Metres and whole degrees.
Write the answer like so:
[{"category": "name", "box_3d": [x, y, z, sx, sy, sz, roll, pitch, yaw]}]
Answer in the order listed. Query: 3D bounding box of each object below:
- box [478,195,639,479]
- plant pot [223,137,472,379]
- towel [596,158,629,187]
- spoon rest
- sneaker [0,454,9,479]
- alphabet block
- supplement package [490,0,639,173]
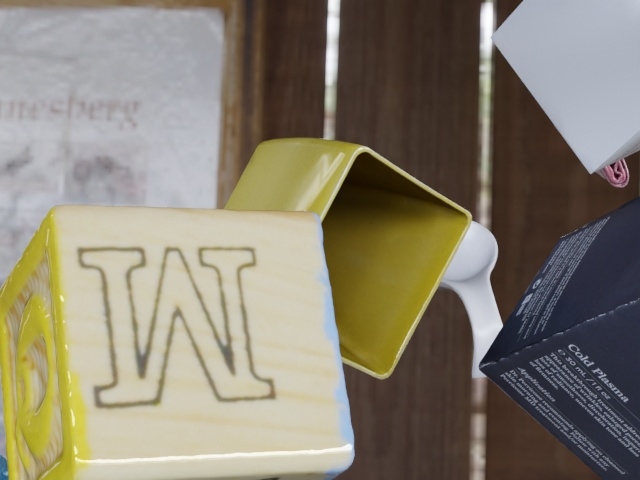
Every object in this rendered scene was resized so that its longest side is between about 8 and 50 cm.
[{"category": "box", "box_3d": [0.371, 0.121, 1.186, 0.343, 0.179, 0.312, 42, -28, -8]}, {"category": "plant pot", "box_3d": [0.000, 0.000, 1.565, 0.187, 0.212, 0.212, 28, -1, 45]}, {"category": "towel", "box_3d": [0.344, -0.200, 1.995, 0.037, 0.237, 0.329, -31, 9, 7]}, {"category": "spoon rest", "box_3d": [0.186, 0.055, 1.841, 0.137, 0.276, 0.084, -12, -48, -8]}, {"category": "sneaker", "box_3d": [-0.360, 0.229, 1.287, 0.092, 0.087, 0.229, -5, -25, 26]}, {"category": "alphabet block", "box_3d": [-0.112, 0.096, 1.006, 0.197, 0.193, 0.192, 1, -24, -26]}, {"category": "supplement package", "box_3d": [0.375, -0.237, 1.555, 0.263, 0.199, 0.198, -24, -15, -39]}]
